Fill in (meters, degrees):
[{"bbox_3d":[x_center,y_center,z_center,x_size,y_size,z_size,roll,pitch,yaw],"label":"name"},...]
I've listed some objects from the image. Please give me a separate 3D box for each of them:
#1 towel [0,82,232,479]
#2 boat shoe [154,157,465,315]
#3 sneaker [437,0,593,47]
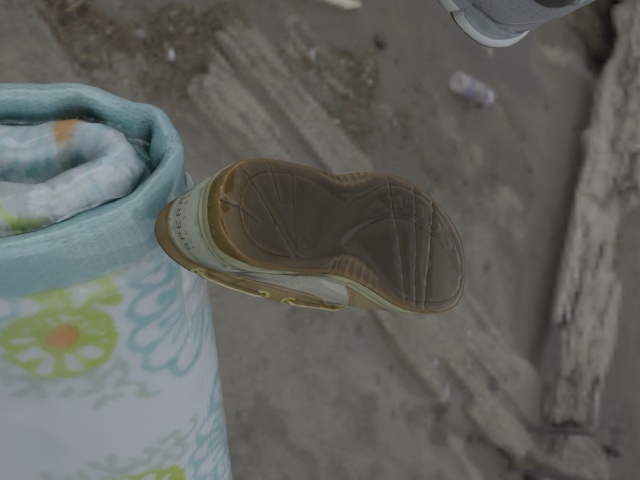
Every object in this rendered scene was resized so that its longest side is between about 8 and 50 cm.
[{"bbox_3d":[-0.231,0.071,0.577,0.320,0.375,0.090,89,-1,-54],"label":"towel"},{"bbox_3d":[0.000,0.000,0.468,0.135,0.045,0.050,18,69,-46],"label":"boat shoe"},{"bbox_3d":[0.105,-0.211,0.850,0.229,0.132,0.086,26,64,-41],"label":"sneaker"}]
